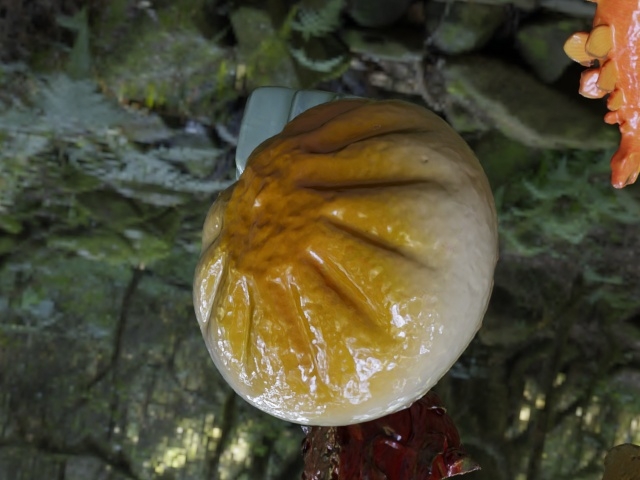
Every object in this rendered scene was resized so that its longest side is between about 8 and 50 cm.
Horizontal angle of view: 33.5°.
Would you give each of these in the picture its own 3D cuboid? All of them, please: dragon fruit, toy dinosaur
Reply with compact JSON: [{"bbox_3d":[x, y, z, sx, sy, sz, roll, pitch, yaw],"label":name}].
[{"bbox_3d":[0.149,0.316,1.881,0.329,0.286,0.228,8,167,-15],"label":"dragon fruit"},{"bbox_3d":[0.240,-0.178,0.793,0.117,0.288,0.070,0,-160,-20],"label":"toy dinosaur"}]

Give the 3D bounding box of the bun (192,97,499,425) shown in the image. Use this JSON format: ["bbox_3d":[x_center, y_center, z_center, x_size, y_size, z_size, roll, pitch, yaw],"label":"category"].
[{"bbox_3d":[0.000,0.000,0.899,0.299,0.299,0.165,10,162,42],"label":"bun"}]

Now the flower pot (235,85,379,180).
[{"bbox_3d":[0.036,-0.106,1.569,0.254,0.165,0.367,6,171,17],"label":"flower pot"}]

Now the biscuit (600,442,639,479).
[{"bbox_3d":[0.254,0.288,0.974,0.153,0.234,0.030,26,154,54],"label":"biscuit"}]
